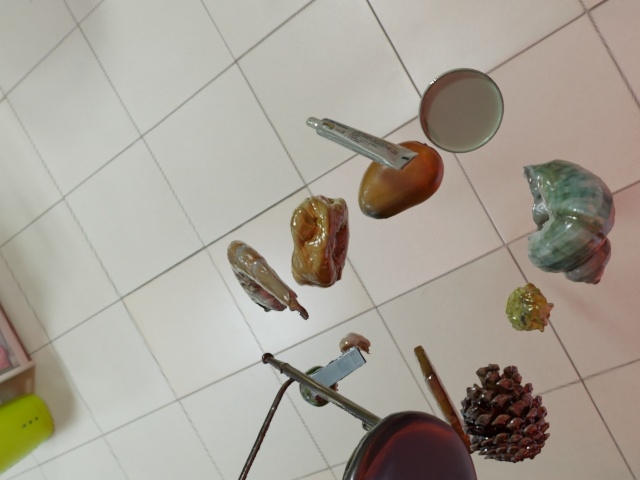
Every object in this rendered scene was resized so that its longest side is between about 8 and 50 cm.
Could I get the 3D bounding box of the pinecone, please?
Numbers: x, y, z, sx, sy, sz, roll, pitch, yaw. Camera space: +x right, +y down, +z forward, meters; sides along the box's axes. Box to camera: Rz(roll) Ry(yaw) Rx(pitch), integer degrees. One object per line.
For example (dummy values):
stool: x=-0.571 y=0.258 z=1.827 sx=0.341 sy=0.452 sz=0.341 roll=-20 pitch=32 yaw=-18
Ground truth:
pinecone: x=0.393 y=0.374 z=1.111 sx=0.179 sy=0.184 sz=0.205 roll=-26 pitch=67 yaw=21

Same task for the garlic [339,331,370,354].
garlic: x=0.118 y=0.359 z=1.781 sx=0.094 sy=0.113 sz=0.074 roll=-28 pitch=52 yaw=56

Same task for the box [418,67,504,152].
box: x=0.389 y=-0.365 z=1.431 sx=0.226 sy=0.149 sz=0.226 roll=4 pitch=110 yaw=12

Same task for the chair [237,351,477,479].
chair: x=0.046 y=0.461 z=0.983 sx=0.364 sy=0.362 sz=0.410 roll=40 pitch=150 yaw=-23

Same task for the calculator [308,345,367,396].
calculator: x=0.038 y=0.341 z=1.337 sx=0.172 sy=0.018 sz=0.057 roll=-36 pitch=76 yaw=9

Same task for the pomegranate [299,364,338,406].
pomegranate: x=0.005 y=0.443 z=1.562 sx=0.122 sy=0.161 sz=0.122 roll=-8 pitch=76 yaw=34

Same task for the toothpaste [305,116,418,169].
toothpaste: x=0.069 y=-0.193 z=0.986 sx=0.255 sy=0.067 sz=0.037 roll=29 pitch=142 yaw=32

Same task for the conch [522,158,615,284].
conch: x=0.490 y=-0.030 z=1.021 sx=0.195 sy=0.220 sz=0.277 roll=-32 pitch=92 yaw=-1

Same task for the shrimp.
shrimp: x=-0.110 y=0.071 z=0.994 sx=0.185 sy=0.287 sz=0.068 roll=47 pitch=72 yaw=-8

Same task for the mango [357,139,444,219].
mango: x=0.180 y=-0.143 z=1.195 sx=0.221 sy=0.120 sz=0.152 roll=-26 pitch=77 yaw=21

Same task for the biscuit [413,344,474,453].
biscuit: x=0.373 y=0.480 z=1.557 sx=0.046 sy=0.359 sz=0.359 roll=-30 pitch=91 yaw=5

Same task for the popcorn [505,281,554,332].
popcorn: x=0.712 y=0.239 z=1.751 sx=0.142 sy=0.174 sz=0.173 roll=27 pitch=114 yaw=-28

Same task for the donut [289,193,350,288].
donut: x=0.000 y=0.000 z=1.836 sx=0.169 sy=0.360 sz=0.361 roll=8 pitch=104 yaw=16
